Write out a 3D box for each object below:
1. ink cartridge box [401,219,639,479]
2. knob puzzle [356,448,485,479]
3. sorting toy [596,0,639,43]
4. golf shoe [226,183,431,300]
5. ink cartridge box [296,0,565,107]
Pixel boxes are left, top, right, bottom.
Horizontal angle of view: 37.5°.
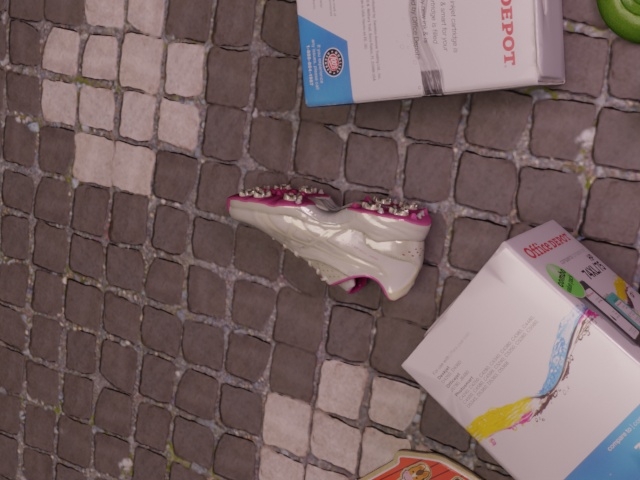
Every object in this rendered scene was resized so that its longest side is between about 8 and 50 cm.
[{"bbox_3d":[0.274,0.145,1.056,0.270,0.198,0.197,44,116,16],"label":"ink cartridge box"},{"bbox_3d":[0.153,0.380,1.310,0.213,0.030,0.213,5,100,29],"label":"knob puzzle"},{"bbox_3d":[0.349,-0.307,1.037,0.127,0.126,0.366,-15,90,30],"label":"sorting toy"},{"bbox_3d":[0.000,0.000,1.292,0.306,0.115,0.140,11,106,29],"label":"golf shoe"},{"bbox_3d":[0.133,-0.288,1.158,0.307,0.129,0.223,-1,97,30],"label":"ink cartridge box"}]
